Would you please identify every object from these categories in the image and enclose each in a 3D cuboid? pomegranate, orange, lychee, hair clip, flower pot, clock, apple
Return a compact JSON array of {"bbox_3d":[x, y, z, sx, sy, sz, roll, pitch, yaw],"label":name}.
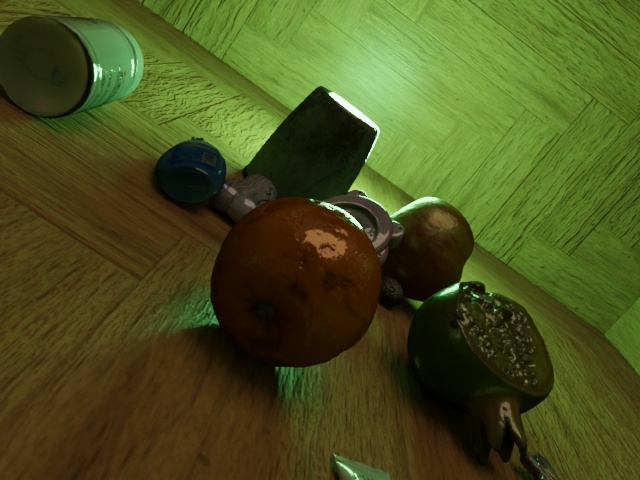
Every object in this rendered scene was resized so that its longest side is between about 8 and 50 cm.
[{"bbox_3d":[0.304,0.264,1.182,0.310,0.216,0.358,27,49,-31],"label":"pomegranate"},{"bbox_3d":[-0.037,0.064,0.897,0.261,0.261,0.261,33,17,-11],"label":"orange"},{"bbox_3d":[0.177,0.134,1.494,0.068,0.083,0.067,-1,-15,-7],"label":"lychee"},{"bbox_3d":[0.482,0.502,1.106,0.257,0.075,0.146,41,13,37],"label":"hair clip"},{"bbox_3d":[-0.011,-0.247,1.689,0.294,0.330,0.293,35,15,-10],"label":"flower pot"},{"bbox_3d":[0.065,-0.015,1.430,0.248,0.090,0.227,-30,63,-34],"label":"clock"},{"bbox_3d":[0.280,0.034,1.610,0.302,0.301,0.301,33,17,-11],"label":"apple"}]

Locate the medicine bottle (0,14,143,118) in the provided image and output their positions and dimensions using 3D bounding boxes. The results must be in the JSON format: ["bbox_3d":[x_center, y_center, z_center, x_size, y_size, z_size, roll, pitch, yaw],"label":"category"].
[{"bbox_3d":[-0.511,-0.373,1.249,0.190,0.189,0.332,34,17,-10],"label":"medicine bottle"}]

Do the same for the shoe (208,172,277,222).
[{"bbox_3d":[-0.146,-0.080,1.382,0.137,0.095,0.245,44,21,11],"label":"shoe"}]

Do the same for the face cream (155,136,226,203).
[{"bbox_3d":[-0.283,-0.164,1.304,0.149,0.083,0.264,8,24,-10],"label":"face cream"}]

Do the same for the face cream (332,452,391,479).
[{"bbox_3d":[0.073,0.350,0.710,0.092,0.058,0.243,27,12,-16],"label":"face cream"}]
